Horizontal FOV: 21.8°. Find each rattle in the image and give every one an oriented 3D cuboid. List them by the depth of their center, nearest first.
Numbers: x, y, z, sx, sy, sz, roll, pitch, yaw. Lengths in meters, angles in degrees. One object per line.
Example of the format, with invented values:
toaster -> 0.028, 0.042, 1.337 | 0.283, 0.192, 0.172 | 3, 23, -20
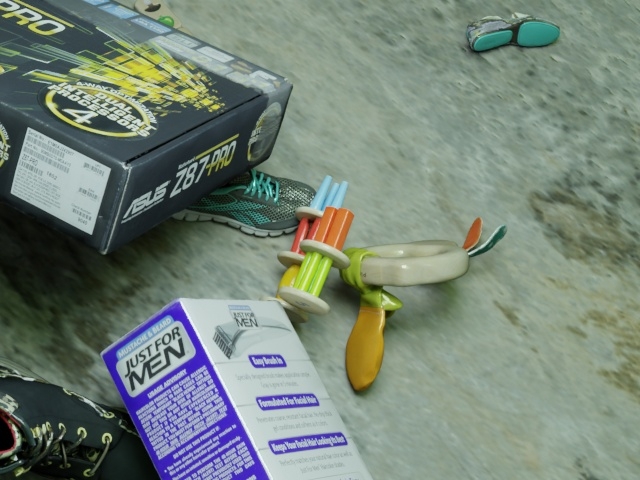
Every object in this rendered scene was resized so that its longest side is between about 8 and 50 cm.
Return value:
rattle -> 0.112, 0.058, 1.674 | 0.199, 0.130, 0.143 | -9, 84, -54

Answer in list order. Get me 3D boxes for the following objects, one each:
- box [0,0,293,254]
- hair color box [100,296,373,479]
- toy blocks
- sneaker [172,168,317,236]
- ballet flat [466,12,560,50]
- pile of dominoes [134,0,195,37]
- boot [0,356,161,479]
box -> -0.266, -0.147, 1.487 | 0.395, 0.097, 0.318 | 26, 24, 16
hair color box -> -0.041, 0.218, 1.470 | 0.185, 0.110, 0.339 | 7, 53, -63
toy blocks -> 0.000, 0.000, 1.612 | 0.054, 0.123, 0.148 | 26, 74, -13
sneaker -> -0.078, -0.048, 1.657 | 0.166, 0.076, 0.065 | 4, 64, -16
ballet flat -> 0.214, -0.239, 1.866 | 0.114, 0.041, 0.041 | -9, 67, -22
pile of dominoes -> -0.192, -0.162, 1.657 | 0.196, 0.040, 0.251 | -26, 56, -26
boot -> -0.227, 0.180, 1.433 | 0.236, 0.178, 0.085 | 26, 94, 2
